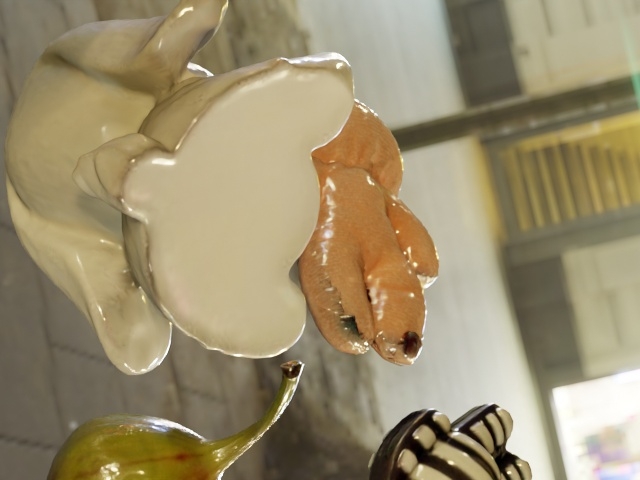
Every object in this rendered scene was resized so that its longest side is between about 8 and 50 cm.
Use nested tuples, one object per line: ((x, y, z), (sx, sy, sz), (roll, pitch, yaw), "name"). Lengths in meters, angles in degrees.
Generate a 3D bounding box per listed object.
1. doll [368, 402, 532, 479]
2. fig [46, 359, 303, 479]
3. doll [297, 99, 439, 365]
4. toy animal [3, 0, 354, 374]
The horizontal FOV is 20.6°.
((0.030, 0.147, 0.856), (0.219, 0.067, 0.091), (-31, 106, -46), "doll")
((-0.102, 0.163, 1.348), (0.124, 0.236, 0.124), (55, 12, -18), "fig")
((0.000, 0.000, 1.567), (0.201, 0.156, 0.303), (25, 40, -35), "doll")
((-0.126, -0.059, 1.262), (0.265, 0.206, 0.272), (29, -69, 49), "toy animal")
